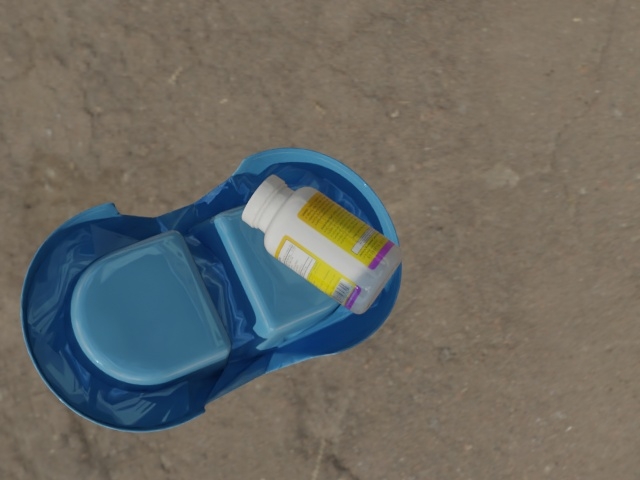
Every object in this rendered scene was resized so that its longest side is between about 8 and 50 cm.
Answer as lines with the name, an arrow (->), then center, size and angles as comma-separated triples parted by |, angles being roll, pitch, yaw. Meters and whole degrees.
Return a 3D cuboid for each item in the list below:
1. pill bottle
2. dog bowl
pill bottle -> 0.000, 0.000, 0.550 | 0.083, 0.043, 0.043 | 35, 115, 7
dog bowl -> -0.081, 0.039, 0.774 | 0.166, 0.297, 0.074 | 65, 152, 7
